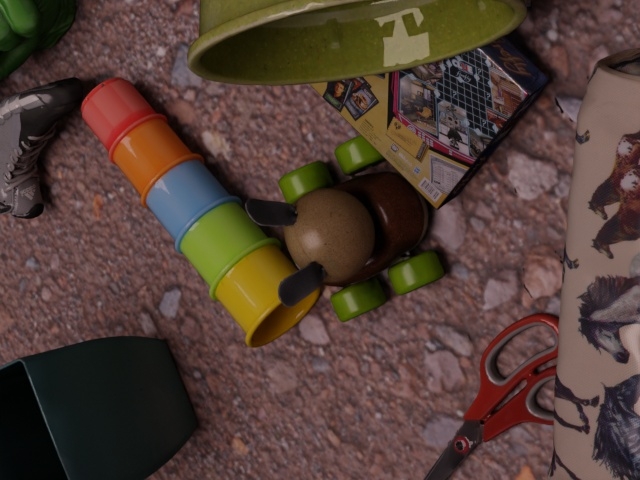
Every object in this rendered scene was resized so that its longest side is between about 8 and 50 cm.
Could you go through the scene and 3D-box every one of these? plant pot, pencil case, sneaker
[{"bbox_3d":[-0.254,0.194,1.776,0.165,0.234,0.165,-24,87,36],"label":"plant pot"},{"bbox_3d":[0.290,0.032,1.395,0.183,0.160,0.410,17,111,41],"label":"pencil case"},{"bbox_3d":[0.012,-0.282,1.376,0.276,0.276,0.254,-13,82,37],"label":"plant pot"},{"bbox_3d":[-0.316,-0.094,1.854,0.228,0.086,0.132,-15,98,47],"label":"sneaker"}]

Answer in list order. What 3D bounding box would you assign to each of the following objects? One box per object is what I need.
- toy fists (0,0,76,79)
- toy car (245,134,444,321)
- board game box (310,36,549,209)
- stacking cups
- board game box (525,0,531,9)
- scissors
[{"bbox_3d":[-0.389,-0.194,1.818,0.279,0.142,0.096,-31,83,30],"label":"toy fists"},{"bbox_3d":[0.000,0.000,1.576,0.149,0.188,0.155,-27,85,36],"label":"toy car"},{"bbox_3d":[0.071,-0.168,1.544,0.243,0.042,0.165,45,132,9],"label":"board game box"},{"bbox_3d":[-0.136,-0.035,1.721,0.316,0.096,0.096,48,123,16],"label":"stacking cups"},{"bbox_3d":[0.124,-0.309,1.509,0.136,0.035,0.201,10,107,33],"label":"board game box"},{"bbox_3d":[0.143,0.176,1.627,0.297,0.021,0.109,-39,80,36],"label":"scissors"}]
